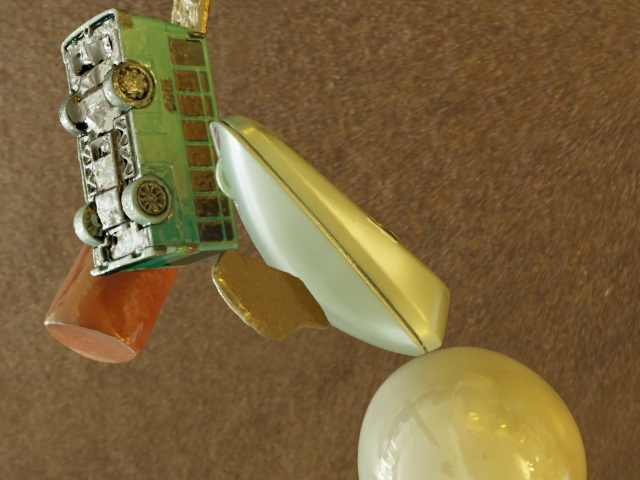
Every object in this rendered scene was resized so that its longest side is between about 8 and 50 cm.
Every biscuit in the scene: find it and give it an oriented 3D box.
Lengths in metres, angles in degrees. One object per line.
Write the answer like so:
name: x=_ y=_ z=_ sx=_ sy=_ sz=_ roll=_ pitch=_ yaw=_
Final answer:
biscuit: x=-0.186 y=-0.325 z=1.646 sx=0.081 sy=0.018 sz=0.083 roll=24 pitch=109 yaw=46

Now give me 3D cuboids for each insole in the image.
insole: x=-0.030 y=0.035 z=0.717 sx=0.010 sy=0.192 sz=0.063 roll=-37 pitch=77 yaw=8

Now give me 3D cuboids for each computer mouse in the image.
computer mouse: x=-0.003 y=0.005 z=1.051 sx=0.288 sy=0.159 sz=0.097 roll=40 pitch=87 yaw=-11

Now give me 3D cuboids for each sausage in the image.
sausage: x=-0.212 y=0.011 z=1.312 sx=0.114 sy=0.259 sz=0.113 roll=14 pitch=147 yaw=9

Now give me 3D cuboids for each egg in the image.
egg: x=0.100 y=0.149 z=0.797 sx=0.151 sy=0.209 sz=0.151 roll=0 pitch=95 yaw=-4

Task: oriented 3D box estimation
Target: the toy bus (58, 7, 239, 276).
toy bus: x=-0.178 y=-0.100 z=1.207 sx=0.128 sy=0.147 sz=0.256 roll=-18 pitch=78 yaw=46
